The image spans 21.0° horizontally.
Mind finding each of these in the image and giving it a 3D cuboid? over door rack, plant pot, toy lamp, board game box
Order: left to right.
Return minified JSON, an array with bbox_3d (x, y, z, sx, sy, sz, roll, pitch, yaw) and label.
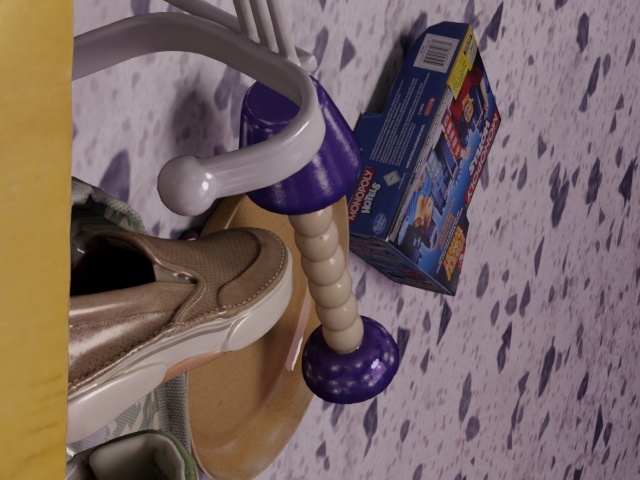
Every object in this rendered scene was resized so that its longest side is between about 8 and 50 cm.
[{"bbox_3d":[-0.132,-0.171,0.541,0.108,0.324,0.239,-30,136,-16],"label":"over door rack"},{"bbox_3d":[-0.044,0.049,1.177,0.236,0.032,0.236,-44,141,-51],"label":"plant pot"},{"bbox_3d":[0.000,0.000,1.112,0.274,0.080,0.080,75,36,-52],"label":"toy lamp"},{"bbox_3d":[0.080,-0.045,1.377,0.194,0.060,0.194,63,46,-59],"label":"board game box"}]

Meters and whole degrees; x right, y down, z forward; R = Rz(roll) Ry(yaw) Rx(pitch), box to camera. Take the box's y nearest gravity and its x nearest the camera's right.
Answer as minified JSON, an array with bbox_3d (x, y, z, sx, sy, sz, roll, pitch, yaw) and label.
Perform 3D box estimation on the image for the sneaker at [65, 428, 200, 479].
[{"bbox_3d":[-0.048,0.099,0.531,0.192,0.064,0.086,-7,117,-59],"label":"sneaker"}]

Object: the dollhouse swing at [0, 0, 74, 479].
[{"bbox_3d":[-0.258,0.055,0.326,0.305,0.315,0.346,-41,139,-59],"label":"dollhouse swing"}]

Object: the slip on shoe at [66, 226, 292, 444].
[{"bbox_3d":[-0.053,0.015,0.506,0.135,0.051,0.041,-31,119,-50],"label":"slip on shoe"}]

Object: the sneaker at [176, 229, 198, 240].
[{"bbox_3d":[-0.087,0.023,1.028,0.119,0.047,0.057,-1,83,-42],"label":"sneaker"}]

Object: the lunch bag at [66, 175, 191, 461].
[{"bbox_3d":[-0.176,0.075,0.616,0.169,0.235,0.287,-48,145,-44],"label":"lunch bag"}]
